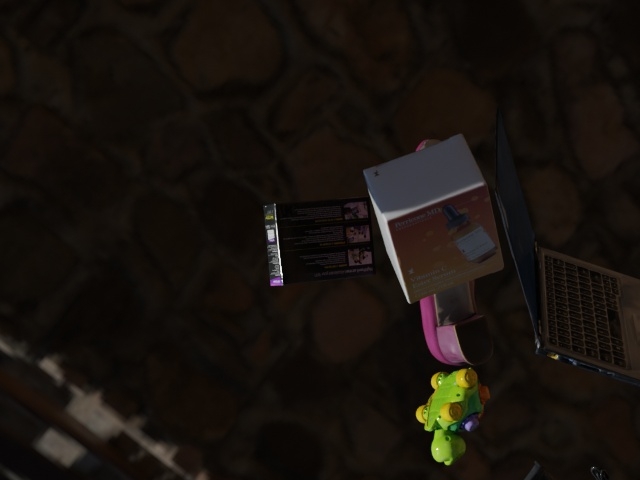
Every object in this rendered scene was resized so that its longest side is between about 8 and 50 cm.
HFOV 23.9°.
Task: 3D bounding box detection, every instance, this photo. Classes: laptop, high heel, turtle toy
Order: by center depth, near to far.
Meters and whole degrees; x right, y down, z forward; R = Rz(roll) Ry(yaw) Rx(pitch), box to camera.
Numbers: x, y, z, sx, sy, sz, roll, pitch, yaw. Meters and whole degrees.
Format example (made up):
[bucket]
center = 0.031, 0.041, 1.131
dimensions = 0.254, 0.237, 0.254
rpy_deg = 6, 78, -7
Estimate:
[turtle toy]
center = 0.173, 0.224, 1.951
dimensions = 0.066, 0.130, 0.095
rpy_deg = 31, 162, -16
[laptop]
center = 0.430, 0.015, 2.403
dimensions = 0.408, 0.236, 0.382
rpy_deg = 18, -155, -1
[high heel]
center = 0.189, 0.023, 2.482
dimensions = 0.181, 0.127, 0.377
rpy_deg = 180, 82, -74

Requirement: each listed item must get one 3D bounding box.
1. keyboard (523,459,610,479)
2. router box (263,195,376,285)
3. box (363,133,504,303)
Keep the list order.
[keyboard]
center = 0.402, 0.439, 2.227
dimensions = 0.317, 0.201, 0.033
rpy_deg = 48, 158, -23
[router box]
center = 0.000, 0.000, 2.461
dimensions = 0.179, 0.133, 0.046
rpy_deg = -5, 180, -29
[box]
center = 0.139, -0.024, 1.834
dimensions = 0.170, 0.130, 0.091
rpy_deg = 69, 180, -51
